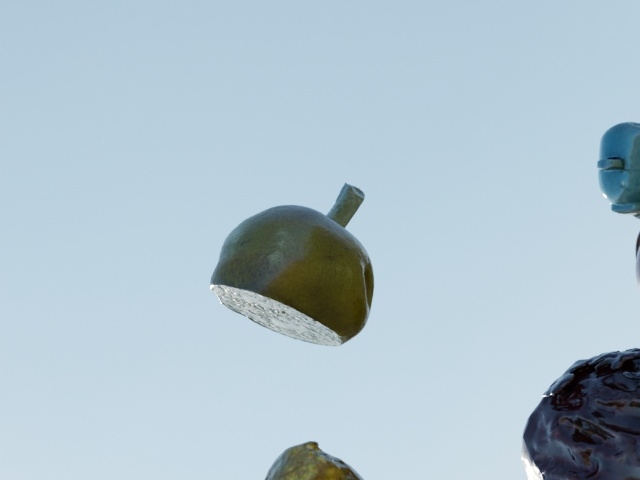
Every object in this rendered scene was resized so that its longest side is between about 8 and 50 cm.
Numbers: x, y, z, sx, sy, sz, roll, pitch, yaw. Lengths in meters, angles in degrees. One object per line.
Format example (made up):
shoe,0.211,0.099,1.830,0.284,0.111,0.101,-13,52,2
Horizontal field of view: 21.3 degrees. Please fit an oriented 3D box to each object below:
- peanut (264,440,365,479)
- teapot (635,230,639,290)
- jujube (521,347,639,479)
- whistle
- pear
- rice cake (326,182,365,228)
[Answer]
peanut,0.021,0.241,1.211,0.087,0.206,0.087,-26,-2,-1
teapot,0.288,0.003,1.284,0.116,0.116,0.173,-46,12,-21
jujube,0.375,0.216,1.552,0.258,0.377,0.258,-22,-59,-42
whistle,0.366,-0.062,1.724,0.274,0.186,0.093,7,-97,-45
pear,-0.019,0.022,1.419,0.141,0.141,0.104,51,-126,-63
rice cake,0.000,0.000,1.555,0.121,0.022,0.021,-55,12,18
